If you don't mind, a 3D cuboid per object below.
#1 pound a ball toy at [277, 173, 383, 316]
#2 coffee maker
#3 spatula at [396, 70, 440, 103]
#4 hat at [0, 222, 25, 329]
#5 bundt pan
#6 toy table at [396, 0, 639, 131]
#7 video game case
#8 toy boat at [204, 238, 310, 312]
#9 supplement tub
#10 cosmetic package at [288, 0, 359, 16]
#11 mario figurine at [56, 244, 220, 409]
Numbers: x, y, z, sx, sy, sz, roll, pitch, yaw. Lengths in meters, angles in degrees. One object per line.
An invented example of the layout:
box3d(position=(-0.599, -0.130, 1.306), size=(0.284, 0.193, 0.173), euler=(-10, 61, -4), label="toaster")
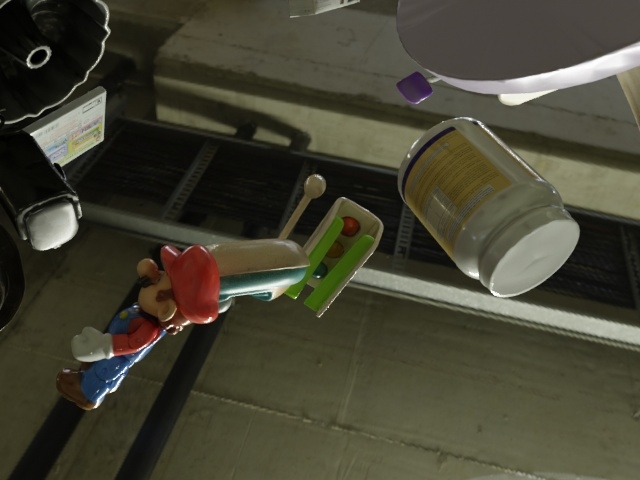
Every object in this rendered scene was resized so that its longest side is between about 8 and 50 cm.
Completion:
box3d(position=(0.000, 0.000, 1.413), size=(0.208, 0.319, 0.135), euler=(31, -145, -5), label="pound a ball toy")
box3d(position=(-0.489, -0.093, 0.995), size=(0.120, 0.171, 0.178), euler=(-40, -116, -11), label="coffee maker")
box3d(position=(0.320, -0.450, 1.662), size=(0.030, 0.296, 0.084), euler=(-47, -74, -23), label="spatula")
box3d(position=(-0.780, 0.093, 1.301), size=(0.331, 0.331, 0.134), euler=(-34, -151, -33), label="hat")
box3d(position=(-0.567, -0.381, 1.132), size=(0.124, 0.331, 0.331), euler=(43, -128, 6), label="bundt pan")
box3d(position=(0.206, -0.167, 0.395), size=(0.274, 0.252, 0.161), euler=(1, 171, 45), label="toy table")
box3d(position=(-0.588, -0.244, 1.400), size=(0.023, 0.193, 0.212), euler=(42, -124, 4), label="video game case")
box3d(position=(-0.172, 0.080, 1.276), size=(0.267, 0.318, 0.148), euler=(-5, -93, -33), label="toy boat")
box3d(position=(0.334, -0.072, 1.240), size=(0.241, 0.241, 0.331), euler=(-15, -132, -20), label="supplement tub")
box3d(position=(0.009, -0.522, 1.231), size=(0.060, 0.099, 0.239), euler=(3, -153, 26), label="cosmetic package")
box3d(position=(-0.304, 0.116, 0.997), size=(0.320, 0.170, 0.198), euler=(-44, -143, 9), label="mario figurine")
